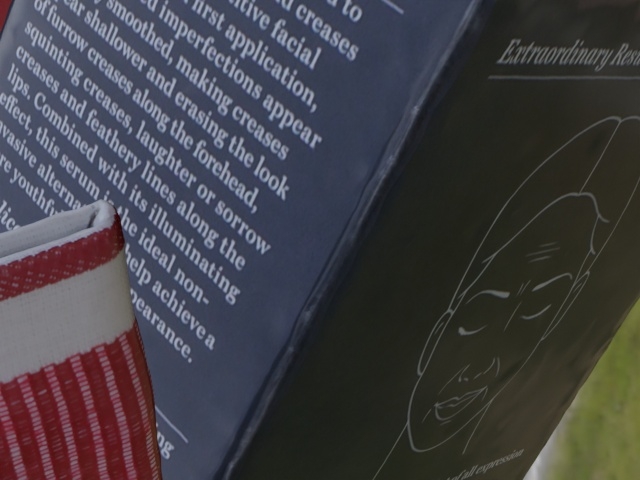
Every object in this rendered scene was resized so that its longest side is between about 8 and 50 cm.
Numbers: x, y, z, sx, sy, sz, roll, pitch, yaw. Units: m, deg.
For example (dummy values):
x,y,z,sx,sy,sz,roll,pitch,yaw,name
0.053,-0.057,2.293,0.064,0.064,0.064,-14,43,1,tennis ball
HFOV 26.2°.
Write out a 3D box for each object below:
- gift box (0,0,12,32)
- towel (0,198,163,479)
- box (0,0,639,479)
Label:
x,y,z,sx,sy,sz,roll,pitch,yaw,name
-0.259,-0.113,0.813,0.258,0.276,0.255,102,-169,-49,gift box
-0.144,0.168,0.413,0.037,0.237,0.329,34,135,44,towel
0.000,0.000,0.659,0.212,0.293,0.395,42,118,28,box
